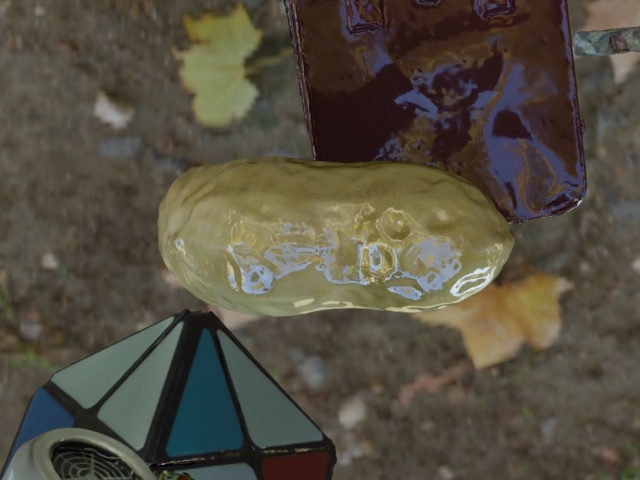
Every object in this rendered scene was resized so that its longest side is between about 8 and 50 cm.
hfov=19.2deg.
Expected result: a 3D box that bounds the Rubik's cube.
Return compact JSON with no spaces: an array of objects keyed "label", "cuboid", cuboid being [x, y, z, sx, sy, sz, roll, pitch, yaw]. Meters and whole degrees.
[{"label":"Rubik's cube","cuboid":[-0.161,0.259,1.918,0.246,0.250,0.248,-27,120,30]}]

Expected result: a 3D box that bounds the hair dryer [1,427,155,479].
[{"label":"hair dryer","cuboid":[-0.283,0.150,1.316,0.357,0.107,0.173,35,113,17]}]

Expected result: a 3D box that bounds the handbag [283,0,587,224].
[{"label":"handbag","cuboid":[0.105,-0.144,1.740,0.260,0.084,0.275,-7,106,1]}]

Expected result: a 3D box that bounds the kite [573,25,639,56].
[{"label":"kite","cuboid":[0.366,-0.190,1.738,0.314,0.011,0.335,-6,90,40]}]

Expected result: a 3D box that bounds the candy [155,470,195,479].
[{"label":"candy","cuboid":[-0.089,0.262,1.454,0.049,0.055,0.184,-19,100,11]}]

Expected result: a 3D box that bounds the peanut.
[{"label":"peanut","cuboid":[0.000,0.000,1.521,0.319,0.147,0.147,4,130,31]}]
